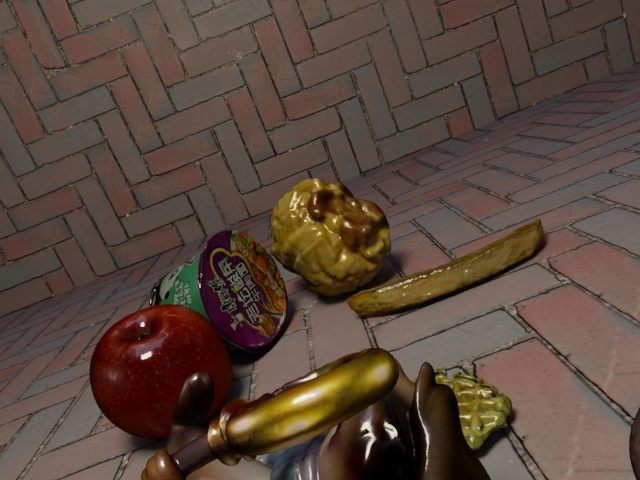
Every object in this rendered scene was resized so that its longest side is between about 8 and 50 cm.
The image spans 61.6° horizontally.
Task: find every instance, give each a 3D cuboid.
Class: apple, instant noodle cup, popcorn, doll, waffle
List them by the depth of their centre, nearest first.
[{"bbox_3d":[-0.022,0.212,0.477,0.340,0.209,0.318,-16,-23,28],"label":"doll"},{"bbox_3d":[0.130,0.219,0.653,0.184,0.036,0.169,-26,13,-21],"label":"waffle"},{"bbox_3d":[-0.261,0.216,0.891,0.219,0.201,0.218,-18,21,7],"label":"apple"},{"bbox_3d":[-0.218,0.127,1.104,0.190,0.251,0.251,-23,12,32],"label":"instant noodle cup"},{"bbox_3d":[0.000,0.000,1.196,0.225,0.264,0.332,-36,2,-30],"label":"popcorn"}]

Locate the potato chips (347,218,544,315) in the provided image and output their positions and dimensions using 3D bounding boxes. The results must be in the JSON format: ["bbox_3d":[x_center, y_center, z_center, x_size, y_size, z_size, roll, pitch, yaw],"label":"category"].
[{"bbox_3d":[0.248,0.060,0.999,0.407,0.057,0.080,-22,8,-3],"label":"potato chips"}]

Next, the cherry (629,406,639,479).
[{"bbox_3d":[0.329,0.155,0.390,0.176,0.139,0.176,-21,0,0],"label":"cherry"}]
